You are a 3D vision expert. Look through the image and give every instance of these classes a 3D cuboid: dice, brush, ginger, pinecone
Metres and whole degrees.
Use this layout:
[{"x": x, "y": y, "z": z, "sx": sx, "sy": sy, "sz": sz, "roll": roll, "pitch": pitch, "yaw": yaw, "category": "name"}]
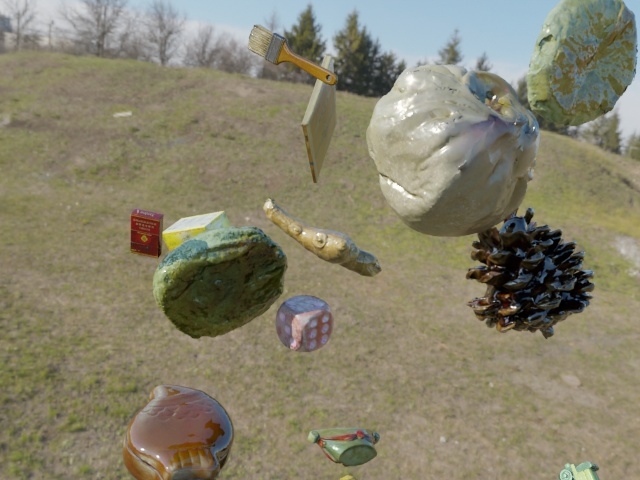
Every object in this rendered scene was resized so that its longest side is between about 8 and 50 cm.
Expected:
[{"x": -0.034, "y": 0.173, "z": 1.156, "sx": 0.094, "sy": 0.093, "sz": 0.091, "roll": -17, "pitch": 27, "yaw": -42, "category": "dice"}, {"x": -0.042, "y": -0.273, "z": 0.831, "sx": 0.170, "sy": 0.043, "sz": 0.014, "roll": 34, "pitch": 27, "yaw": 21, "category": "brush"}, {"x": 0.000, "y": 0.000, "z": 1.379, "sx": 0.333, "sy": 0.081, "sz": 0.148, "roll": 26, "pitch": 0, "yaw": 11, "category": "ginger"}, {"x": 0.401, "y": 0.070, "z": 1.106, "sx": 0.243, "sy": 0.243, "sz": 0.257, "roll": -1, "pitch": 51, "yaw": -39, "category": "pinecone"}]

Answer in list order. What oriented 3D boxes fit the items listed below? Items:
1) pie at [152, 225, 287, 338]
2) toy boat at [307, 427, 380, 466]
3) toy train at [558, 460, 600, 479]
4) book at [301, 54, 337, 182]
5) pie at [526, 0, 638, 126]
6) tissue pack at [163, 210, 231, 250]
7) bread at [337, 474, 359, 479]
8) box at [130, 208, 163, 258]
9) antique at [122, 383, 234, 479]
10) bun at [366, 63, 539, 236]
[{"x": -0.191, "y": 0.091, "z": 1.094, "sx": 0.276, "sy": 0.277, "sz": 0.078, "roll": 3, "pitch": 33, "yaw": -27, "category": "pie"}, {"x": 0.064, "y": 0.435, "z": 1.182, "sx": 0.185, "sy": 0.089, "sz": 0.071, "roll": 13, "pitch": 15, "yaw": -31, "category": "toy boat"}, {"x": 0.550, "y": 0.517, "z": 1.150, "sx": 0.050, "sy": 0.081, "sz": 0.122, "roll": 26, "pitch": 38, "yaw": -27, "category": "toy train"}, {"x": 0.002, "y": -0.249, "z": 1.180, "sx": 0.018, "sy": 0.170, "sz": 0.242, "roll": 14, "pitch": -19, "yaw": 9, "category": "book"}, {"x": 0.571, "y": -0.393, "z": 1.202, "sx": 0.306, "sy": 0.307, "sz": 0.071, "roll": 3, "pitch": 17, "yaw": -24, "category": "pie"}, {"x": -0.344, "y": -0.025, "z": 1.541, "sx": 0.175, "sy": 0.062, "sz": 0.095, "roll": -6, "pitch": 25, "yaw": 32, "category": "tissue pack"}, {"x": 0.050, "y": 0.724, "z": 1.469, "sx": 0.228, "sy": 0.143, "sz": 0.139, "roll": -22, "pitch": -11, "yaw": -34, "category": "bread"}, {"x": -0.305, "y": -0.012, "z": 0.974, "sx": 0.051, "sy": 0.082, "sz": 0.023, "roll": 13, "pitch": 29, "yaw": 1, "category": "box"}, {"x": -0.294, "y": 0.416, "z": 1.147, "sx": 0.223, "sy": 0.129, "sz": 0.278, "roll": 4, "pitch": 21, "yaw": -30, "category": "antique"}, {"x": 0.203, "y": -0.143, "z": 0.824, "sx": 0.281, "sy": 0.282, "sz": 0.205, "roll": 5, "pitch": -23, "yaw": -18, "category": "bun"}]
